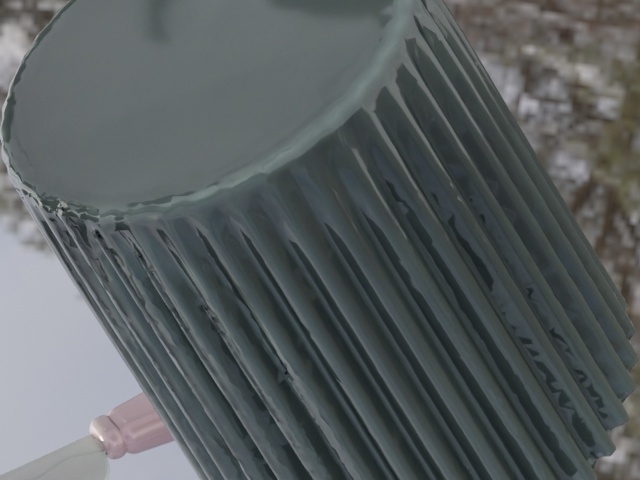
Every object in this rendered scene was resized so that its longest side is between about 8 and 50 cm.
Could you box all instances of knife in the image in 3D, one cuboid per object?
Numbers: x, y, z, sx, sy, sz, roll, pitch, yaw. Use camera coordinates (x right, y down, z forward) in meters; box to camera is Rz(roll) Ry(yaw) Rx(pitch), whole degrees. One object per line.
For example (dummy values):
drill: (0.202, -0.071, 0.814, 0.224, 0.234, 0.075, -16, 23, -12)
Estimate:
knife: (-0.195, 0.183, 1.535, 0.336, 0.043, 0.081, -27, -142, -24)

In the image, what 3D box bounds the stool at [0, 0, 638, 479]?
stool: (0.000, 0.000, 1.123, 0.297, 0.330, 0.297, -16, -136, 16)
